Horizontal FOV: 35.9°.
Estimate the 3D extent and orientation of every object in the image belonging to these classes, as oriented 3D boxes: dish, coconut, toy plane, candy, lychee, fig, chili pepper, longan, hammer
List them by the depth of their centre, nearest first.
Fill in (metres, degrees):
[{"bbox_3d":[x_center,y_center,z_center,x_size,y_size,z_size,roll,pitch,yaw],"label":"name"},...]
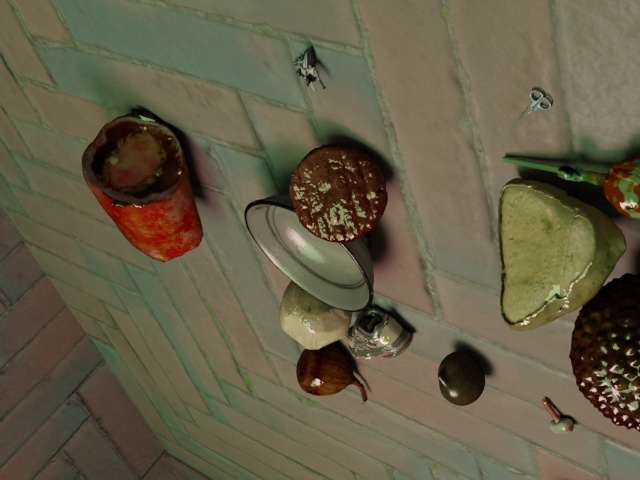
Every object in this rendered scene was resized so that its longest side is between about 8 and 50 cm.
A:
[{"bbox_3d":[0.365,-0.096,1.387,0.078,0.084,0.287,30,175,-39],"label":"candy"},{"bbox_3d":[0.482,0.150,1.407,0.236,0.236,0.271,45,138,-8],"label":"lychee"},{"bbox_3d":[-0.020,-0.283,1.628,0.078,0.031,0.083,42,159,28],"label":"toy plane"},{"bbox_3d":[0.460,0.345,1.942,0.083,0.031,0.052,53,148,-9],"label":"hammer"},{"bbox_3d":[0.000,0.000,1.944,0.316,0.106,0.316,32,154,18],"label":"dish"},{"bbox_3d":[0.280,0.278,1.987,0.092,0.113,0.113,-9,125,52],"label":"longan"},{"bbox_3d":[-0.009,0.155,2.130,0.161,0.161,0.162,32,153,18],"label":"coconut"},{"bbox_3d":[-0.368,-0.105,2.181,0.251,0.229,0.305,24,159,25],"label":"chili pepper"},{"bbox_3d":[0.045,0.328,2.380,0.201,0.134,0.146,24,-175,-13],"label":"fig"}]

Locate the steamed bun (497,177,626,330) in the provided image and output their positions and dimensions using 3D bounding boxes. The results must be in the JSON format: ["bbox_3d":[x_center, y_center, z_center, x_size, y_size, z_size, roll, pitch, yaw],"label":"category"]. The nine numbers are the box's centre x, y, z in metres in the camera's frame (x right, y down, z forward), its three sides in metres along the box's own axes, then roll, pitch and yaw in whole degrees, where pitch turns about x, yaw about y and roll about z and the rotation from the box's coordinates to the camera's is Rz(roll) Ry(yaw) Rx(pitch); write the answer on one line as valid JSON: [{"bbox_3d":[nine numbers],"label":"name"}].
[{"bbox_3d":[0.357,0.021,1.433,0.212,0.110,0.231,1,90,59],"label":"steamed bun"}]

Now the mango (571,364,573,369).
[{"bbox_3d":[0.488,0.218,1.642,0.137,0.098,0.195,13,147,36],"label":"mango"}]

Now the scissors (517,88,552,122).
[{"bbox_3d":[0.296,-0.185,1.390,0.036,0.006,0.083,43,153,1],"label":"scissors"}]

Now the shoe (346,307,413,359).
[{"bbox_3d":[0.108,0.195,2.106,0.180,0.089,0.092,-2,132,50],"label":"shoe"}]

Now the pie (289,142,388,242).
[{"bbox_3d":[0.032,-0.083,1.735,0.182,0.049,0.182,4,103,19],"label":"pie"}]
